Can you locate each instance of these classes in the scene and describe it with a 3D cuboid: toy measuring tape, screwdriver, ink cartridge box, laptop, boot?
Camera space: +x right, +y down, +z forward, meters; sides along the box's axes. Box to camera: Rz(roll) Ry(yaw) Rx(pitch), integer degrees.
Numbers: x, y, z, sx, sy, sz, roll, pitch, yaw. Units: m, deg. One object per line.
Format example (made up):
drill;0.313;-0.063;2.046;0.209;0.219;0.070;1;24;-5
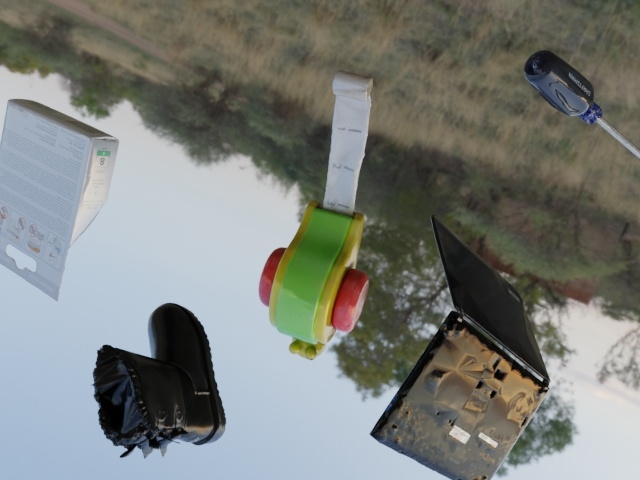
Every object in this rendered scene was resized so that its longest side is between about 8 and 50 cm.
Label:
toy measuring tape;0.000;0.000;0.670;0.121;0.330;0.121;6;-149;-4
screwdriver;0.176;-0.069;0.400;0.170;0.024;0.025;25;-135;-37
ink cartridge box;-0.367;-0.058;0.873;0.181;0.225;0.056;25;-162;28
laptop;0.174;0.146;0.830;0.234;0.264;0.136;36;176;-34
boot;-0.115;0.089;0.444;0.099;0.045;0.121;33;-151;-61
